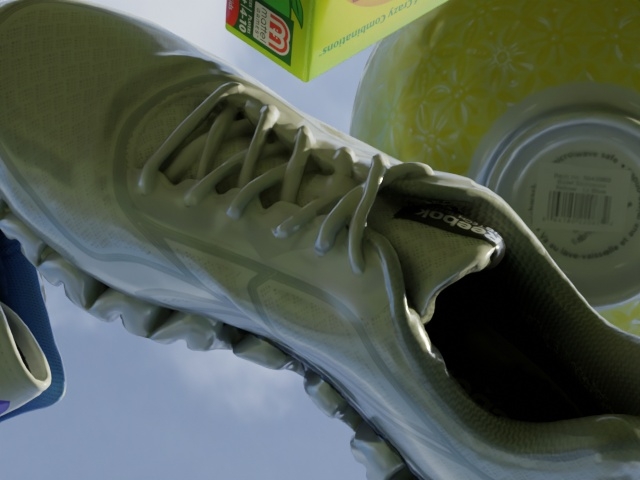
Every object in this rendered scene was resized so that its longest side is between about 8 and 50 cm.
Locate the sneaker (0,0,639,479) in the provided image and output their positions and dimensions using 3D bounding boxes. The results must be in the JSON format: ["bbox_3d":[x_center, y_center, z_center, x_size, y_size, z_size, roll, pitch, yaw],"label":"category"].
[{"bbox_3d":[0.000,0.000,0.612,0.292,0.118,0.110,35,-114,9],"label":"sneaker"}]

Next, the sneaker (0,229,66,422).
[{"bbox_3d":[-0.234,0.099,0.881,0.236,0.130,0.323,-5,-117,40],"label":"sneaker"}]

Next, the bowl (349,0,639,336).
[{"bbox_3d":[0.153,-0.038,1.102,0.289,0.289,0.156,3,-164,5],"label":"bowl"}]

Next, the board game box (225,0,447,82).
[{"bbox_3d":[0.019,-0.150,0.619,0.043,0.181,0.092,36,-129,28],"label":"board game box"}]
